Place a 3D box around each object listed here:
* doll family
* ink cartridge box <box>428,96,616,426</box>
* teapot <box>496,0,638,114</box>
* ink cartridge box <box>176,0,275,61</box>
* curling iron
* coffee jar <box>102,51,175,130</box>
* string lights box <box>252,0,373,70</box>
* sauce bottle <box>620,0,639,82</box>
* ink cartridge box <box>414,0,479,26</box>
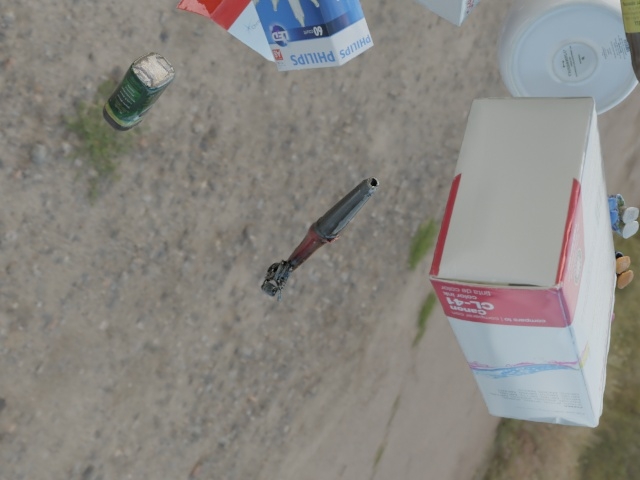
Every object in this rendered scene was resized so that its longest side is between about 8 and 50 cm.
[{"bbox_3d":[0.405,-0.001,1.549,0.118,0.163,0.263,-21,119,-30],"label":"doll family"},{"bbox_3d":[0.225,0.030,1.047,0.306,0.131,0.226,63,37,-51],"label":"ink cartridge box"},{"bbox_3d":[0.399,-0.335,1.622,0.187,0.253,0.256,-82,-164,-51],"label":"teapot"},{"bbox_3d":[-0.035,-0.448,1.673,0.308,0.091,0.385,-48,167,16],"label":"ink cartridge box"},{"bbox_3d":[0.000,0.000,1.211,0.274,0.035,0.068,-43,-162,48],"label":"curling iron"},{"bbox_3d":[-0.379,-0.303,2.073,0.096,0.079,0.184,-45,-177,-42],"label":"coffee jar"},{"bbox_3d":[-0.035,-0.366,1.357,0.077,0.133,0.259,-37,117,-35],"label":"string lights box"},{"bbox_3d":[0.337,-0.220,0.944,0.111,0.111,0.344,-30,113,-53],"label":"sauce bottle"},{"bbox_3d":[0.182,-0.363,1.115,0.208,0.087,0.153,-52,167,-6],"label":"ink cartridge box"}]
